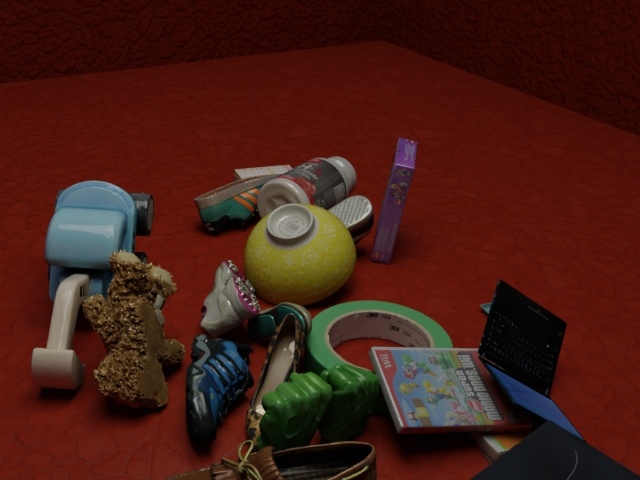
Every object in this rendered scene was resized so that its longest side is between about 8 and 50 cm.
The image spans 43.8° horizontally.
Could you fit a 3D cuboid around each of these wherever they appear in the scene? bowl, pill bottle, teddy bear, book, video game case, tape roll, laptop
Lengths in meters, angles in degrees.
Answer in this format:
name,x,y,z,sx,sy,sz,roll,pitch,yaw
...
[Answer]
name,x,y,z,sx,sy,sz,roll,pitch,yaw
bowl,-0.062,0.003,1.966,0.289,0.156,0.289,-5,49,6
pill bottle,-0.027,-0.140,2.329,0.176,0.176,0.318,20,31,26
teddy bear,-0.382,0.181,1.632,0.113,0.338,0.245,-18,-17,25
book,0.376,0.384,1.563,0.144,0.035,0.096,-7,28,-23
video game case,0.255,0.293,1.580,0.285,0.025,0.204,3,38,-20
tape roll,0.124,0.246,1.734,0.321,0.077,0.321,4,28,-2
laptop,0.448,0.243,1.614,0.234,0.264,0.136,31,-21,-29

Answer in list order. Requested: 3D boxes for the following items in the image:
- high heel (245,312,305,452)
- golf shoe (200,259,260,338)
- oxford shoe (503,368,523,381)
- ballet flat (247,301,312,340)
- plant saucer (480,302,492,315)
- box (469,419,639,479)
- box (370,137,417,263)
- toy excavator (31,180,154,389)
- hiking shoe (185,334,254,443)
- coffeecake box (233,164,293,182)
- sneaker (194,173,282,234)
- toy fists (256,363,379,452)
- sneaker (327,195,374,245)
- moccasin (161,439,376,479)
name,x,y,z,sx,sy,sz,roll,pitch,yaw
high heel,-0.089,0.268,1.536,0.093,0.186,0.261,9,28,8
golf shoe,-0.226,0.134,1.850,0.140,0.115,0.306,-40,13,0
oxford shoe,0.429,0.256,1.746,0.082,0.096,0.227,29,38,34
ballet flat,-0.072,0.173,1.740,0.086,0.086,0.248,-17,5,-35
plant saucer,0.463,0.207,1.926,0.067,0.018,0.192,-7,31,-22
box,0.318,0.542,0.972,0.471,0.297,0.480,-19,36,-40
box,0.202,-0.110,2.184,0.057,0.293,0.201,13,29,3
toy excavator,-0.525,0.079,1.748,0.222,0.433,0.445,4,0,-2
hiking shoe,-0.196,0.281,1.573,0.132,0.113,0.304,1,28,-5
coffeecake box,-0.161,-0.173,2.484,0.185,0.068,0.142,-8,30,-22
sneaker,-0.225,-0.109,2.305,0.302,0.121,0.108,-25,17,-36
toy fists,0.001,0.302,1.474,0.279,0.142,0.096,-2,34,-43
sneaker,0.000,0.000,2.145,0.321,0.127,0.126,-22,57,-1
moccasin,-0.086,0.402,1.327,0.380,0.147,0.139,-1,28,-11
